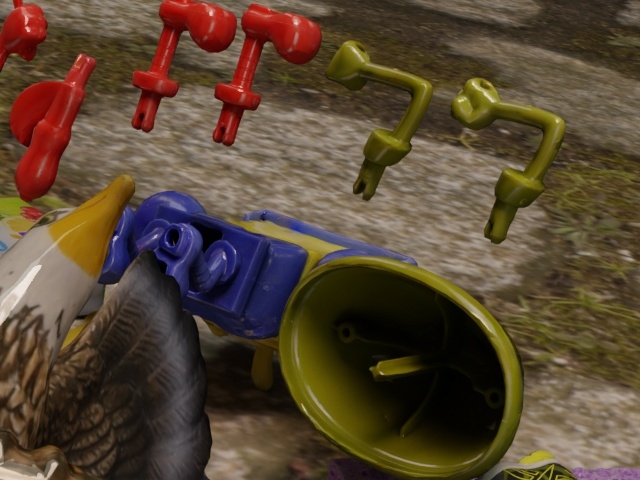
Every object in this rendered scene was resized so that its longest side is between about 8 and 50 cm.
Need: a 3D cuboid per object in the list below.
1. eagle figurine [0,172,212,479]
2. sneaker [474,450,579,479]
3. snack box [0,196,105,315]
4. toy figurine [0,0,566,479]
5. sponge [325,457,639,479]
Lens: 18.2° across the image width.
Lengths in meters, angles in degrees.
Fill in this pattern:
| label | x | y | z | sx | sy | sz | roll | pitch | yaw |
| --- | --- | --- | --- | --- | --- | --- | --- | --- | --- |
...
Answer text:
| label | x | y | z | sx | sy | sz | roll | pitch | yaw |
| --- | --- | --- | --- | --- | --- | --- | --- | --- | --- |
| eagle figurine | -0.132 | 0.066 | 0.671 | 0.225 | 0.226 | 0.298 | -21 | 4 | -10 |
| sneaker | 0.091 | 0.113 | 0.868 | 0.035 | 0.031 | 0.083 | 27 | 25 | 29 |
| snack box | -0.200 | 0.011 | 1.084 | 0.141 | 0.037 | 0.100 | -4 | 23 | -40 |
| toy figurine | 0.000 | 0.000 | 1.004 | 0.362 | 0.191 | 0.217 | 16 | -1 | 33 |
| sponge | 0.117 | 0.139 | 0.907 | 0.210 | 0.031 | 0.117 | 3 | 20 | -23 |
